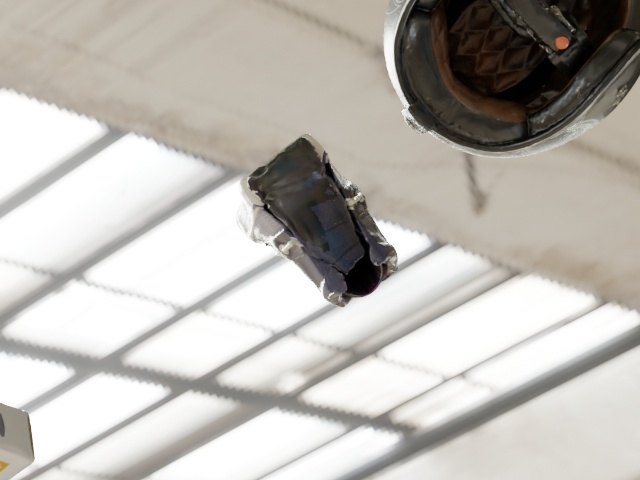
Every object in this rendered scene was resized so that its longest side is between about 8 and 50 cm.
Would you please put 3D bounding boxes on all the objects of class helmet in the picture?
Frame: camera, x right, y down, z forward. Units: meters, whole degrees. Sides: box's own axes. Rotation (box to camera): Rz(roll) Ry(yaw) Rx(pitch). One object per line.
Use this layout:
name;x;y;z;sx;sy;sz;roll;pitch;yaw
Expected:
helmet;0.121;-0.132;1.187;0.169;0.169;0.161;56;-157;-7

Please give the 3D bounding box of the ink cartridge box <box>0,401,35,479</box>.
ink cartridge box;-0.453;0.168;1.773;0.371;0.176;0.069;26;-142;-42

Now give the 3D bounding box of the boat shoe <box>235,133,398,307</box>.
boat shoe;0.000;0.000;2.047;0.158;0.127;0.340;54;-179;6
